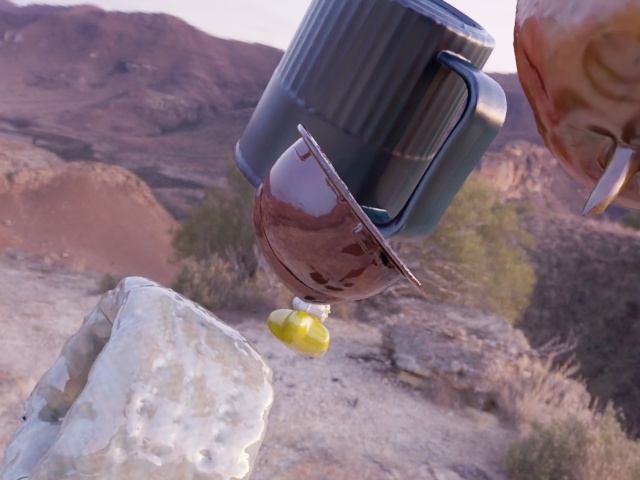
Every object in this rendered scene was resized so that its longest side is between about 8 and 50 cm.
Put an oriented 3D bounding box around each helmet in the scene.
[{"bbox_3d":[0.000,0.000,0.370,0.111,0.057,0.089,56,2,21],"label":"helmet"}]

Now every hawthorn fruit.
[{"bbox_3d":[0.254,-0.129,0.481,0.277,0.298,0.277,39,-15,12],"label":"hawthorn fruit"}]

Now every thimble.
[{"bbox_3d":[-0.203,0.204,0.789,0.195,0.291,0.291,33,2,-21],"label":"thimble"}]

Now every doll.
[{"bbox_3d":[-0.011,0.068,0.793,0.072,0.113,0.135,20,7,6],"label":"doll"}]

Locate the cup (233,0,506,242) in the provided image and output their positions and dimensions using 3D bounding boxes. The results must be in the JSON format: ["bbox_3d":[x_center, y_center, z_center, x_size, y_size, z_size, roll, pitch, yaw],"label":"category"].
[{"bbox_3d":[0.056,-0.172,0.910,0.242,0.292,0.307,24,24,-12],"label":"cup"}]
